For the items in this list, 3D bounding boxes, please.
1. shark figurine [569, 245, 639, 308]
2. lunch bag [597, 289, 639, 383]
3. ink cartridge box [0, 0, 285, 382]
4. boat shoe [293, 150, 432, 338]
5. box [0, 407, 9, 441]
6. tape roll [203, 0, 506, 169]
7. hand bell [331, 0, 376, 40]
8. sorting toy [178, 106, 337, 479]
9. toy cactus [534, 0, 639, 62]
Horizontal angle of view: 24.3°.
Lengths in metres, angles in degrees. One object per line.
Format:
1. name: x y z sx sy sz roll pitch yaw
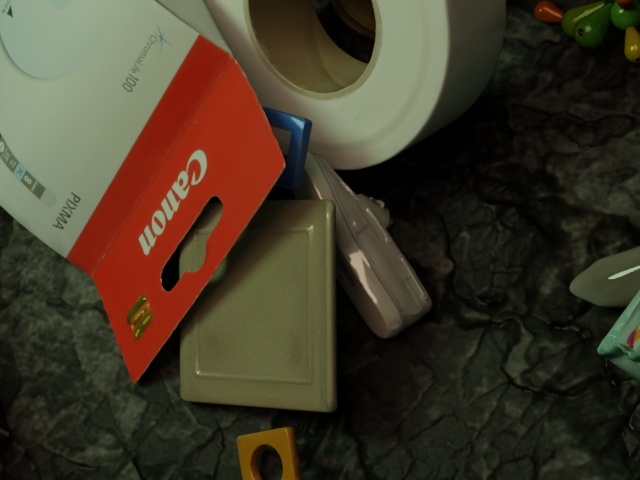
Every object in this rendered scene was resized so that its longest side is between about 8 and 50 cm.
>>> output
1. shark figurine: 0.337 -0.047 1.210 0.166 0.116 0.278 29 82 28
2. lunch bag: 0.374 0.042 1.090 0.223 0.160 0.262 38 87 1
3. ink cartridge box: -0.206 -0.108 1.377 0.308 0.091 0.385 -53 51 35
4. boat shoe: 0.037 -0.005 1.315 0.063 0.066 0.184 -27 76 -21
5. box: -0.522 0.067 1.442 0.293 0.212 0.395 -29 59 7
6. tape roll: 0.020 -0.210 1.315 0.286 0.286 0.100 24 34 29
7. hand bell: 0.091 -0.321 1.454 0.126 0.126 0.242 -3 53 21
8. sorting toy: -0.050 0.057 1.313 0.196 0.047 0.348 0 90 41
9. toy cactus: 0.284 -0.248 1.337 0.180 0.112 0.219 -45 50 -13
